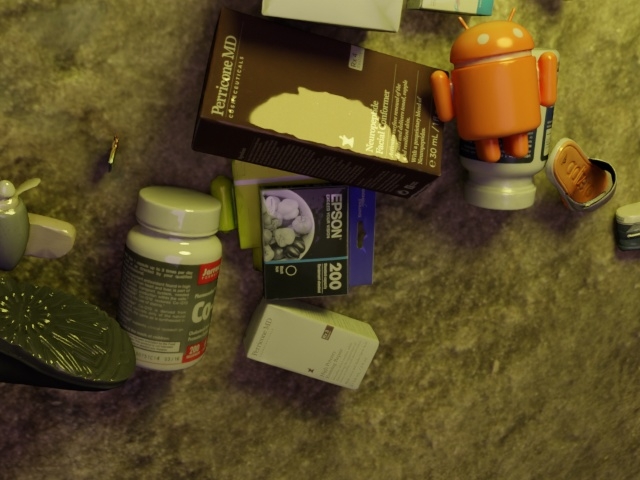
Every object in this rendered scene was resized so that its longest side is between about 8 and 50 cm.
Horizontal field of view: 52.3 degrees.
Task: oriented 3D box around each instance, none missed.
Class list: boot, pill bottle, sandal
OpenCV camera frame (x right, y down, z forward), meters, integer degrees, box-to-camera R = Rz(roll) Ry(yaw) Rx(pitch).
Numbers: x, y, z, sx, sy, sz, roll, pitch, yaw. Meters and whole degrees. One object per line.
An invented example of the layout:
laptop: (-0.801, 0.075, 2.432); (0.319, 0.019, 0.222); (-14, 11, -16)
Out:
boot: (0.680, -0.039, 1.297); (0.190, 0.069, 0.086); (-12, 117, 3)
pill bottle: (0.320, -0.195, 1.128); (0.153, 0.153, 0.265); (-2, 108, -9)
boot: (-0.566, 0.244, 1.060); (0.367, 0.146, 0.445); (29, 122, -27)
pill bottle: (-0.255, 0.062, 1.109); (0.161, 0.161, 0.283); (8, 107, -13)
sandal: (0.480, -0.102, 1.170); (0.265, 0.076, 0.102); (18, 103, -50)

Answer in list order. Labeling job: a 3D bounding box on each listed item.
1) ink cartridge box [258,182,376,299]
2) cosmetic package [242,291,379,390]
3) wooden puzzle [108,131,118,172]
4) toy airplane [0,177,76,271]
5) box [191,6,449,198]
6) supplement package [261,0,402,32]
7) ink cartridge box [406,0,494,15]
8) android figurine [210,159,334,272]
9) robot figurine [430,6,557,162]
ink cartridge box: (0.000, 0.000, 1.142); (0.208, 0.045, 0.206); (-5, 111, -10)
cosmetic package: (-0.019, 0.189, 1.236); (0.231, 0.085, 0.117); (19, 104, -17)
wooden puzzle: (-0.341, -0.142, 1.074); (0.006, 0.083, 0.049); (13, 74, -15)
toy airplane: (-0.620, -0.056, 0.946); (0.386, 0.272, 0.384); (-29, 111, 0)
box: (0.003, -0.209, 1.040); (0.381, 0.143, 0.191); (11, 74, -12)
supplement package: (0.017, -0.396, 0.968); (0.194, 0.203, 0.149); (6, 108, -5)
ink cartridge box: (0.213, -0.401, 1.073); (0.122, 0.088, 0.052); (1, 109, -10)
android figurine: (-0.068, -0.080, 1.150); (0.248, 0.056, 0.273); (-8, 110, -7)
robot figurine: (0.260, -0.230, 0.981); (0.128, 0.158, 0.219); (-22, 108, -46)
